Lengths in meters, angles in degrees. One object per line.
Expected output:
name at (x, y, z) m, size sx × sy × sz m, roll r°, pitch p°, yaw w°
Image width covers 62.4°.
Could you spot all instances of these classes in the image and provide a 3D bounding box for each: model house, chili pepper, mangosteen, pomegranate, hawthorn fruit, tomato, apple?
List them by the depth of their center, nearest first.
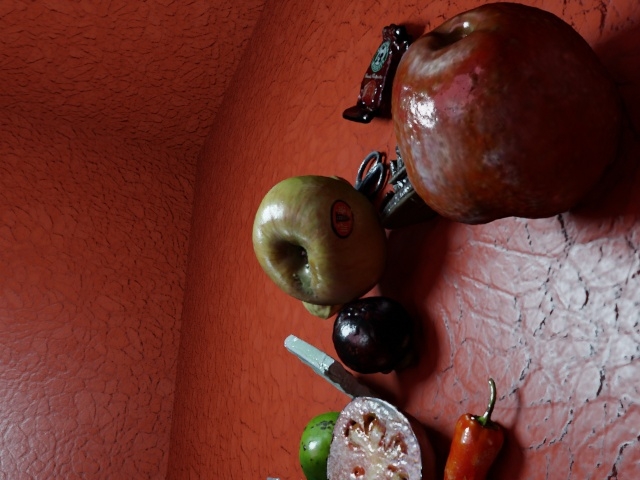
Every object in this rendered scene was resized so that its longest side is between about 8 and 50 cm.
hawthorn fruit at (0.224, -0.152, 0.663) m, size 0.284 × 0.284 × 0.284 m, roll -41°, pitch 43°, yaw 54°
chili pepper at (0.202, 0.319, 0.714) m, size 0.071 × 0.063 × 0.272 m, roll -156°, pitch 76°, yaw -79°
tomato at (0.107, 0.362, 0.850) m, size 0.225 × 0.085 × 0.225 m, roll -25°, pitch 59°, yaw 51°
model house at (0.164, -0.124, 0.913) m, size 0.203 × 0.141 × 0.164 m, roll 137°, pitch 129°, yaw -58°
mangosteen at (0.097, 0.174, 0.933) m, size 0.152 × 0.152 × 0.152 m, roll -41°, pitch 43°, yaw 54°
apple at (0.000, 0.000, 0.992) m, size 0.194 × 0.261 × 0.261 m, roll -36°, pitch -19°, yaw -51°
pomegranate at (0.024, 0.396, 0.993) m, size 0.169 × 0.122 × 0.143 m, roll 136°, pitch 142°, yaw -54°

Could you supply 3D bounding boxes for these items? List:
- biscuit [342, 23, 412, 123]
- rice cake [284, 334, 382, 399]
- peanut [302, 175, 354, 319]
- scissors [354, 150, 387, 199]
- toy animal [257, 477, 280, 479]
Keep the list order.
biscuit at (0.132, -0.374, 1.194) m, size 0.235 × 0.063 × 0.151 m, roll -69°, pitch 26°, yaw 14°
rice cake at (0.031, 0.258, 1.003) m, size 0.037 × 0.189 × 0.198 m, roll -52°, pitch 14°, yaw -13°
peanut at (0.017, 0.015, 1.176) m, size 0.147 × 0.147 × 0.318 m, roll -161°, pitch 74°, yaw -66°
scissors at (0.073, -0.079, 1.239) m, size 0.300 × 0.022 × 0.109 m, roll 122°, pitch 149°, yaw -41°
toy animal at (-0.133, 0.665, 1.256) m, size 0.367 × 0.081 × 0.205 m, roll -172°, pitch 82°, yaw -66°
